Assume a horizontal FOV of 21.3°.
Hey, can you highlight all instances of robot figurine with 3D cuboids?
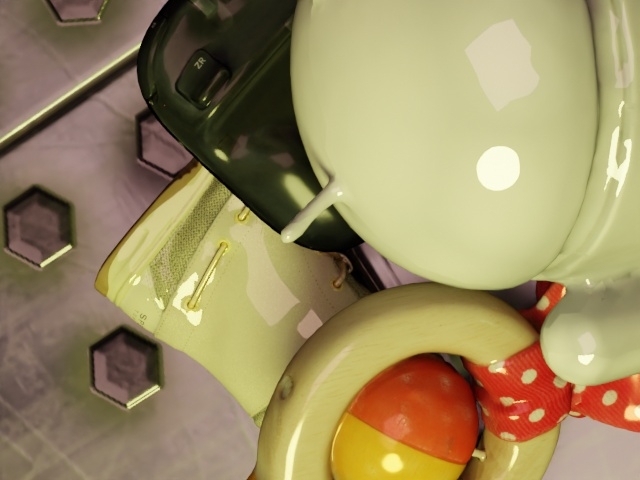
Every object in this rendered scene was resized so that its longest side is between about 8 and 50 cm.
[{"bbox_3d":[0.136,-0.088,0.796,0.353,0.200,0.300,-10,85,-23],"label":"robot figurine"}]

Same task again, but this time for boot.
[{"bbox_3d":[0.000,0.000,0.950,0.165,0.077,0.213,43,94,3],"label":"boot"}]

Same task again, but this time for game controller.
[{"bbox_3d":[0.054,-0.148,0.900,0.166,0.067,0.319,45,83,-21],"label":"game controller"}]

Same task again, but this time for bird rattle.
[{"bbox_3d":[0.072,0.102,0.875,0.207,0.143,0.253,21,111,-33],"label":"bird rattle"}]
